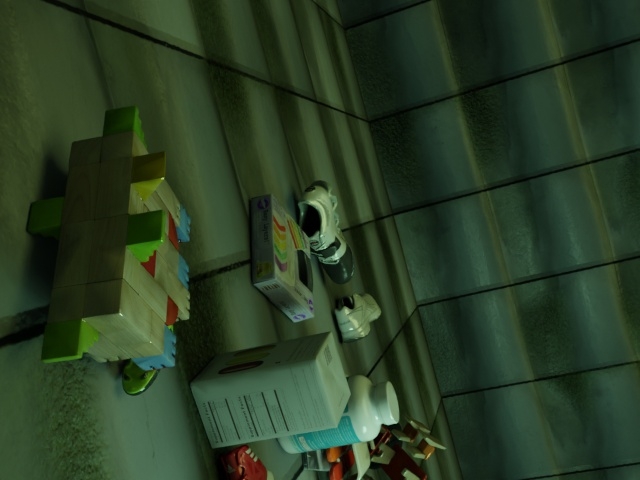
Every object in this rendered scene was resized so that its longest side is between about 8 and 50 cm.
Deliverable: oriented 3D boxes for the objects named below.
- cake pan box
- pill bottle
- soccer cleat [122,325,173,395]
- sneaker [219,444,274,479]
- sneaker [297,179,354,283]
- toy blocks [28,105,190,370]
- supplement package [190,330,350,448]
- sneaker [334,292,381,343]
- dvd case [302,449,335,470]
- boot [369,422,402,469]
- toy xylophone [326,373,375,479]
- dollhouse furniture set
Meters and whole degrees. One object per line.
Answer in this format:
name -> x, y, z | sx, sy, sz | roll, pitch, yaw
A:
cake pan box -> -0.094, 0.051, 1.758 | 0.267, 0.070, 0.246 | 53, 30, -54
pill bottle -> 0.037, 0.384, 1.545 | 0.146, 0.264, 0.146 | -14, 90, -74
soccer cleat -> -0.264, 0.183, 1.094 | 0.179, 0.060, 0.072 | -83, 166, -53
sneaker -> -0.148, 0.456, 1.231 | 0.128, 0.087, 0.221 | 60, 9, -21
sneaker -> 0.000, 0.000, 2.068 | 0.146, 0.122, 0.330 | -42, 119, -52
toy blocks -> -0.276, 0.037, 1.022 | 0.261, 0.190, 0.381 | 71, 12, -58
supplement package -> -0.088, 0.271, 1.262 | 0.139, 0.244, 0.134 | -46, 121, -72
sneaker -> 0.120, 0.223, 2.257 | 0.129, 0.111, 0.297 | 67, 16, -9
dvd case -> -0.004, 0.498, 1.751 | 0.221, 0.018, 0.164 | 44, 35, -62
boot -> 0.187, 0.579, 2.176 | 0.207, 0.094, 0.246 | 9, 74, -69
toy xylophone -> 0.064, 0.486, 1.808 | 0.236, 0.081, 0.323 | 27, 50, -70
dollhouse furniture set -> 0.199, 0.607, 1.921 | 0.135, 0.262, 0.259 | 33, 3, -35
